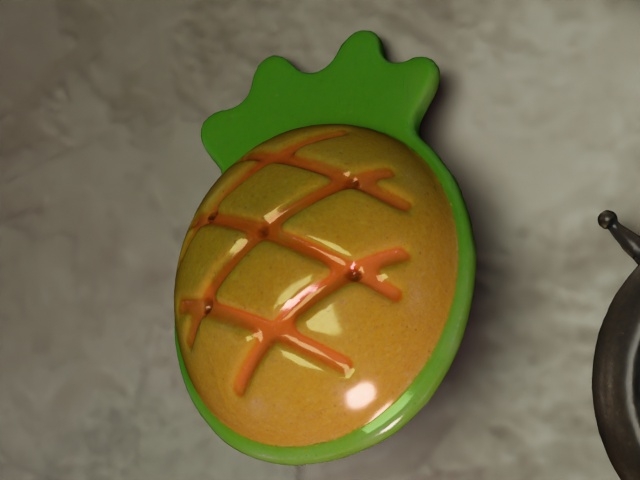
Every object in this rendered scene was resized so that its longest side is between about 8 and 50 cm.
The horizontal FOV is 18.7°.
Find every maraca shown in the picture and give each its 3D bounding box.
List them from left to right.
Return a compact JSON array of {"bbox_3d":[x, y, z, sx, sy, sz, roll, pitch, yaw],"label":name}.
[{"bbox_3d":[0.000,0.000,0.760,0.127,0.099,0.186,-12,58,19],"label":"maraca"}]

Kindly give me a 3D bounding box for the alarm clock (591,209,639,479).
[{"bbox_3d":[0.170,0.072,0.717,0.129,0.064,0.192,-12,87,17],"label":"alarm clock"}]
